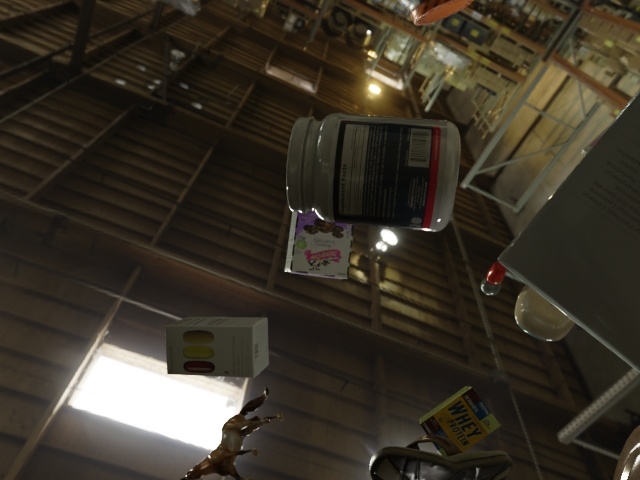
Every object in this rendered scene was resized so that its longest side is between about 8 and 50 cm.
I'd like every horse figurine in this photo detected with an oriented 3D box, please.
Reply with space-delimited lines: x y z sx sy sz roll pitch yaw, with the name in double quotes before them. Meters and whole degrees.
"horse figurine" -0.193 0.469 1.220 0.066 0.175 0.263 59 -147 -24

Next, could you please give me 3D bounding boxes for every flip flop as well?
"flip flop" 0.197 0.366 0.862 0.277 0.112 0.080 9 -150 -26

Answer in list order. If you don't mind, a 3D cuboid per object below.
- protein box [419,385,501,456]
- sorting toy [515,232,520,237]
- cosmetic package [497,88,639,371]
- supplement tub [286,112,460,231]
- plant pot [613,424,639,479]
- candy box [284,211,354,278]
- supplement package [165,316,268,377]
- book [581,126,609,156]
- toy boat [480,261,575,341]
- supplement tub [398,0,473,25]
"protein box" 0.431 0.572 1.637 0.136 0.200 0.201 55 179 18
"sorting toy" 0.560 0.033 1.410 0.075 0.045 0.083 26 -144 -37
"cosmetic package" 0.619 -0.044 0.969 0.327 0.393 0.329 41 -144 18
"supplement tub" 0.091 -0.120 0.902 0.273 0.191 0.191 6 -151 8
"plant pot" 0.405 0.264 0.463 0.230 0.262 0.263 14 -153 14
"candy box" 0.000 0.000 1.416 0.165 0.196 0.070 8 174 -16
"supplement package" -0.276 0.285 1.407 0.244 0.138 0.134 -2 -178 11
"book" 0.723 -0.230 1.285 0.144 0.035 0.096 -34 -127 -30
"toy boat" 0.700 0.194 1.752 0.318 0.148 0.267 33 -125 23
"supplement tub" 0.242 -0.690 1.219 0.194 0.194 0.315 -27 -80 -56
